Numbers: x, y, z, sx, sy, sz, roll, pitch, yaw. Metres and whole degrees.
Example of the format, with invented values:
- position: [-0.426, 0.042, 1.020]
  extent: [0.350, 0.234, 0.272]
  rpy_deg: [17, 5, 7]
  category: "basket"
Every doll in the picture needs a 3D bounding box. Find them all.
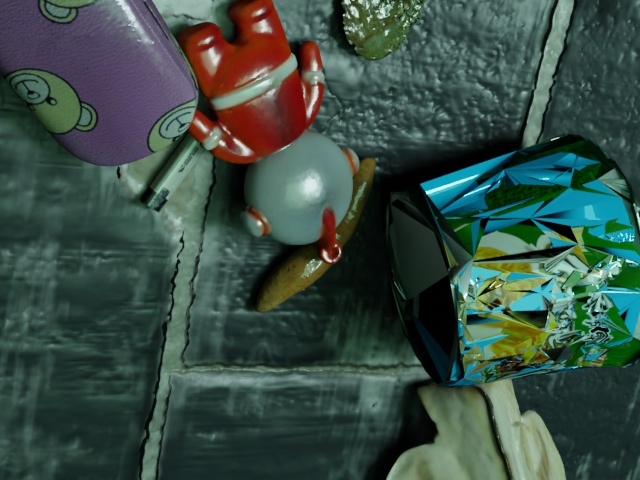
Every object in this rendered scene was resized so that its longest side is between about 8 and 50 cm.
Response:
- position: [-0.035, -0.084, 0.965]
  extent: [0.142, 0.076, 0.245]
  rpy_deg: [-35, 117, -20]
  category: "doll"

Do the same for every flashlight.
- position: [-0.123, -0.062, 0.963]
  extent: [0.018, 0.018, 0.083]
  rpy_deg: [35, 93, -34]
  category: "flashlight"

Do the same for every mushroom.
- position: [0.162, 0.262, 1.186]
  extent: [0.162, 0.173, 0.236]
  rpy_deg: [-18, 80, 22]
  category: "mushroom"

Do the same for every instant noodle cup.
- position: [0.172, 0.028, 1.034]
  extent: [0.178, 0.240, 0.240]
  rpy_deg: [-13, 116, -12]
  category: "instant noodle cup"

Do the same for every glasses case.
- position: [-0.206, -0.188, 0.825]
  extent: [0.123, 0.076, 0.316]
  rpy_deg: [-24, 123, 14]
  category: "glasses case"

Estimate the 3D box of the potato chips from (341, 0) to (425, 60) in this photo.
- position: [0.047, -0.262, 0.962]
  extent: [0.142, 0.026, 0.209]
  rpy_deg: [10, 105, -27]
  category: "potato chips"

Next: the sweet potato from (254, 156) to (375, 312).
- position: [0.002, 0.001, 1.039]
  extent: [0.044, 0.044, 0.179]
  rpy_deg: [37, 95, -32]
  category: "sweet potato"
